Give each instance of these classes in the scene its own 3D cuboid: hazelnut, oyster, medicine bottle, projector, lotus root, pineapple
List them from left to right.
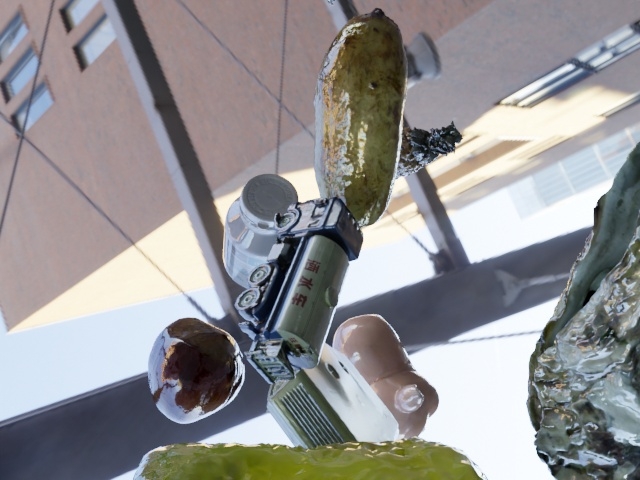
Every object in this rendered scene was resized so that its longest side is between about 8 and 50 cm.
[{"bbox_3d":[-0.272,0.283,1.414,0.229,0.229,0.230,29,-133,-37],"label":"hazelnut"},{"bbox_3d":[-0.095,-0.015,1.121,0.135,0.215,0.135,4,-120,-8],"label":"medicine bottle"},{"bbox_3d":[0.012,0.233,0.928,0.194,0.088,0.269,51,-173,14],"label":"projector"},{"bbox_3d":[0.045,-0.136,0.763,0.097,0.110,0.259,-3,-83,-44],"label":"lotus root"},{"bbox_3d":[0.182,-0.180,1.265,0.108,0.197,0.108,11,-106,-42],"label":"pineapple"},{"bbox_3d":[0.277,0.081,0.568,0.162,0.351,0.158,14,-173,-4],"label":"oyster"}]

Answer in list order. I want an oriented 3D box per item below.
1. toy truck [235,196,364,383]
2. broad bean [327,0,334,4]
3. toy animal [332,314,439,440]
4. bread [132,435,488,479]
[{"bbox_3d":[-0.019,0.042,0.654,0.074,0.088,0.202,54,-139,-33],"label":"toy truck"},{"bbox_3d":[-0.042,-0.346,0.728,0.195,0.061,0.046,40,-177,-6],"label":"broad bean"},{"bbox_3d":[0.153,0.341,1.627,0.326,0.237,0.269,53,-156,-9],"label":"toy animal"},{"bbox_3d":[-0.017,0.318,0.519,0.307,0.348,0.348,12,-127,-12],"label":"bread"}]
